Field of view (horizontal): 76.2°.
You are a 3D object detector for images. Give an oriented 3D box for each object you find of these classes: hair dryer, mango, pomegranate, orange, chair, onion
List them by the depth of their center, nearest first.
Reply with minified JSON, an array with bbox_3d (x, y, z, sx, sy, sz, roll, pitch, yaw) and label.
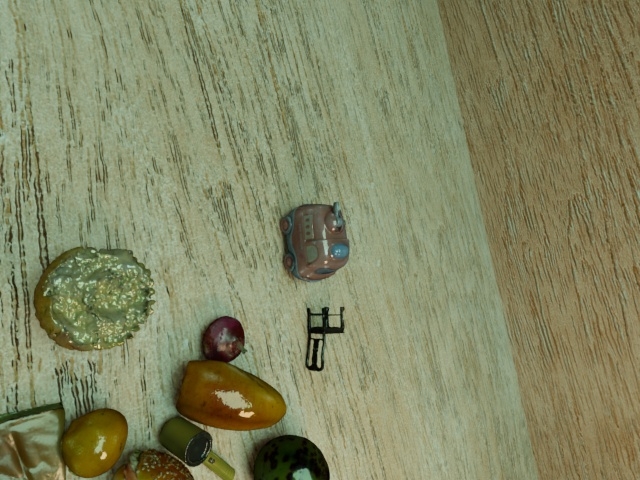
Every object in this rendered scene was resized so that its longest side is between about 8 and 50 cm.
[{"bbox_3d":[-0.544,0.485,0.986,0.134,0.155,0.155,17,68,-5],"label":"orange"},{"bbox_3d":[-0.337,0.616,1.172,0.090,0.135,0.279,-54,133,-34],"label":"hair dryer"},{"bbox_3d":[-0.256,0.474,1.209,0.350,0.199,0.201,27,108,-20],"label":"mango"},{"bbox_3d":[-0.278,0.315,1.251,0.150,0.140,0.150,-11,105,-43],"label":"onion"},{"bbox_3d":[-0.123,0.754,1.270,0.306,0.242,0.242,-36,108,-8],"label":"pomegranate"},{"bbox_3d":[0.015,0.362,1.517,0.113,0.106,0.229,8,78,-37],"label":"chair"}]

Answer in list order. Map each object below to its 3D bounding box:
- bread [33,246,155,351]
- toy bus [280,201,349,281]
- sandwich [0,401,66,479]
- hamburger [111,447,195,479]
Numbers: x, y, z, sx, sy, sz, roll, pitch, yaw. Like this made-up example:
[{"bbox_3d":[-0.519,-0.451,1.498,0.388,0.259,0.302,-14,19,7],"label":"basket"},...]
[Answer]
[{"bbox_3d":[-0.568,0.147,1.031,0.274,0.149,0.274,16,65,-39],"label":"bread"},{"bbox_3d":[0.000,0.000,1.489,0.197,0.232,0.294,1,80,-41],"label":"toy bus"},{"bbox_3d":[-0.705,0.498,0.901,0.245,0.063,0.212,-1,83,-39],"label":"sandwich"},{"bbox_3d":[-0.409,0.630,1.031,0.237,0.237,0.147,34,77,-31],"label":"hamburger"}]
